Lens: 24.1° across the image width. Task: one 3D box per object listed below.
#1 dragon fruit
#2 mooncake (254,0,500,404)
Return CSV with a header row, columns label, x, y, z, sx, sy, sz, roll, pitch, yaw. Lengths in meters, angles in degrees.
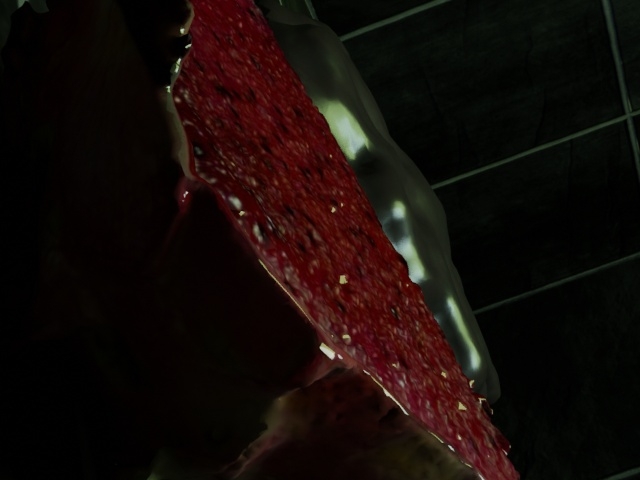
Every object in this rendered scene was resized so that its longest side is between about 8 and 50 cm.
label,x,y,z,sx,sy,sz,roll,pitch,yaw
dragon fruit,-0.055,-0.001,0.490,0.274,0.126,0.161,63,12,27
mooncake,0.000,0.000,0.840,0.283,0.141,0.283,-22,90,-85
